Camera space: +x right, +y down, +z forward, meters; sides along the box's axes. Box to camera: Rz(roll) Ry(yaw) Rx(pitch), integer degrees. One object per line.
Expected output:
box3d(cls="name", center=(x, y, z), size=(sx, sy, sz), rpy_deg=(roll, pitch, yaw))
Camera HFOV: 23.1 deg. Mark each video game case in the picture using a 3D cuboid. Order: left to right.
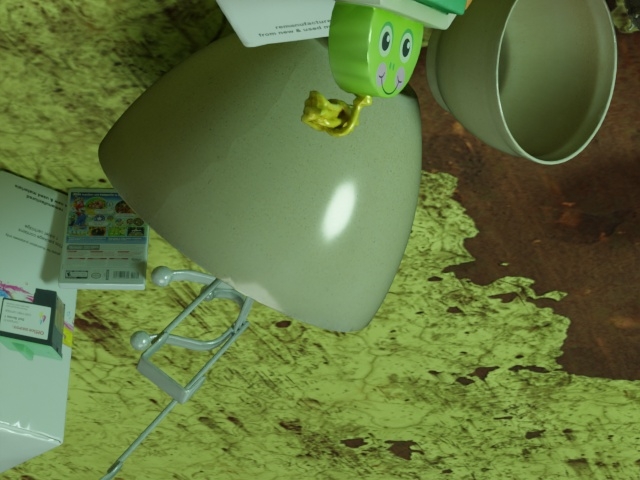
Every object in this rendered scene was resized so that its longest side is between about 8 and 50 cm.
box3d(cls="video game case", center=(-0.220, -0.002, 1.609), size=(0.087, 0.122, 0.011), rpy_deg=(1, 144, -1))

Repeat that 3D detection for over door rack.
box3d(cls="over door rack", center=(-0.135, 0.083, 1.542), size=(0.108, 0.324, 0.239), rpy_deg=(26, 136, 2))

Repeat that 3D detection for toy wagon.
box3d(cls="toy wagon", center=(0.059, -0.230, 0.957), size=(0.068, 0.344, 0.267), rpy_deg=(12, -176, 25))

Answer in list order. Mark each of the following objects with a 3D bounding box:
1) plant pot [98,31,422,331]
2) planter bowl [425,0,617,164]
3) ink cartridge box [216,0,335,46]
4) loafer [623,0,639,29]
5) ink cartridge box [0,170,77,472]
box3d(cls="plant pot", center=(-0.021, -0.082, 1.357), size=(0.284, 0.284, 0.191), rpy_deg=(23, 110, -36))
box3d(cls="planter bowl", center=(0.159, -0.150, 1.324), size=(0.109, 0.162, 0.162), rpy_deg=(12, 166, 45))
box3d(cls="ink cartridge box", center=(-0.037, -0.285, 1.002), size=(0.114, 0.198, 0.273), rpy_deg=(-5, 151, 17))
box3d(cls="loafer", center=(0.376, -0.161, 1.333), size=(0.130, 0.134, 0.366), rpy_deg=(-8, 149, 39))
box3d(cls="ink cartridge box", center=(-0.355, 0.098, 1.634), size=(0.117, 0.278, 0.201), rpy_deg=(23, 145, -35))
